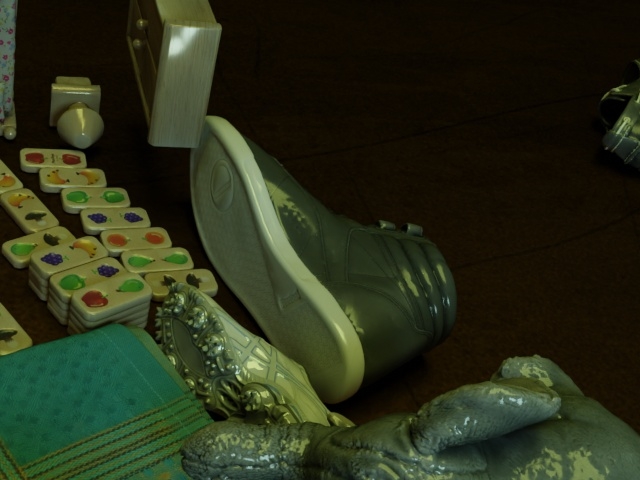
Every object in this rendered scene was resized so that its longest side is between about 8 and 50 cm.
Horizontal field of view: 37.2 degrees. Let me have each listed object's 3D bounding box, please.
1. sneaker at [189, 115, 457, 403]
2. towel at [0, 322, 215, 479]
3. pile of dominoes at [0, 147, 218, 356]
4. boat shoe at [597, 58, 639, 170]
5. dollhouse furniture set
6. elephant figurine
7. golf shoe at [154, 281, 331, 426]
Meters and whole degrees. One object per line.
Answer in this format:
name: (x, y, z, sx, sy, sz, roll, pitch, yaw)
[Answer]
sneaker: (0.000, 0.001, 0.799, 0.146, 0.105, 0.296, -10, 49, -35)
towel: (-0.201, 0.184, 0.523, 0.370, 0.040, 0.271, -18, 48, -37)
pile of dominoes: (-0.223, -0.014, 0.773, 0.196, 0.040, 0.251, -21, 51, -40)
boat shoe: (0.391, -0.172, 1.197, 0.079, 0.084, 0.233, 20, 39, 3)
dollhouse furniture set: (-0.271, -0.189, 0.763, 0.355, 0.303, 0.174, 0, 40, -21)
elephant figurine: (0.075, 0.147, 0.546, 0.239, 0.186, 0.169, 13, 42, -40)
golf shoe: (-0.054, 0.098, 0.690, 0.086, 0.069, 0.176, 5, 35, -50)
